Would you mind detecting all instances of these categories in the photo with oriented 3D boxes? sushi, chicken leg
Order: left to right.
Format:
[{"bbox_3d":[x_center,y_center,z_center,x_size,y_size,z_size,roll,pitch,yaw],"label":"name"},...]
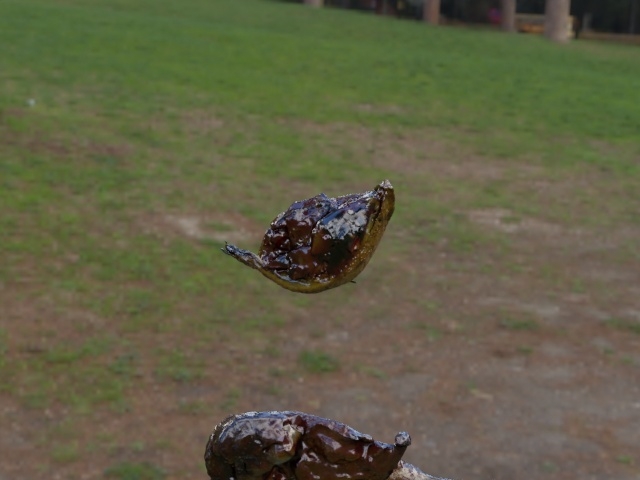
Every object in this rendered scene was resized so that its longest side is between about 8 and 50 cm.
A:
[{"bbox_3d":[0.000,0.000,0.623,0.099,0.050,0.047,-30,-20,15],"label":"sushi"},{"bbox_3d":[0.033,0.212,1.070,0.177,0.083,0.322,-22,-38,30],"label":"chicken leg"}]
